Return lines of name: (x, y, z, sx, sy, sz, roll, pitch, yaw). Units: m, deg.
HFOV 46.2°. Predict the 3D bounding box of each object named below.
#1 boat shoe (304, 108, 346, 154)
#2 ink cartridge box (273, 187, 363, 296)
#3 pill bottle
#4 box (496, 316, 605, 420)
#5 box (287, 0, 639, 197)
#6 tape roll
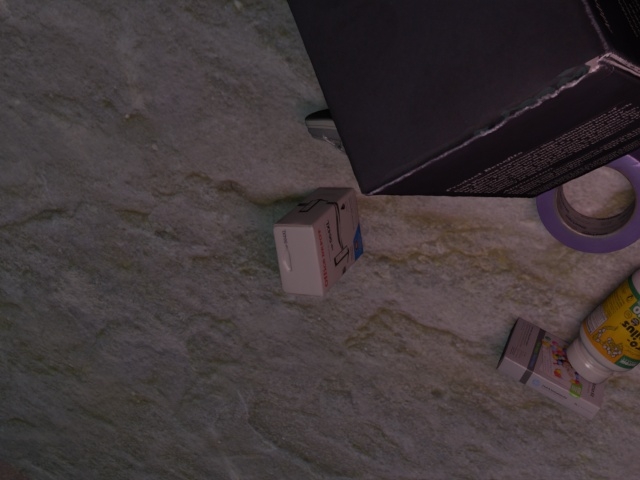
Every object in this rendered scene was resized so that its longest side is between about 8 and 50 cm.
boat shoe: (0.122, -0.172, 1.356, 0.320, 0.118, 0.103, 12, 114, 13)
ink cartridge box: (0.000, 0.000, 1.444, 0.086, 0.203, 0.148, 2, 115, 25)
pill bottle: (0.531, 0.155, 1.312, 0.117, 0.117, 0.208, 38, 124, 5)
box: (0.429, 0.232, 1.383, 0.186, 0.145, 0.038, 29, 124, 11)
box: (0.204, -0.322, 0.938, 0.297, 0.472, 0.480, -28, 75, 33)
tape roll: (0.462, -0.079, 1.254, 0.189, 0.080, 0.189, 11, 119, 21)
